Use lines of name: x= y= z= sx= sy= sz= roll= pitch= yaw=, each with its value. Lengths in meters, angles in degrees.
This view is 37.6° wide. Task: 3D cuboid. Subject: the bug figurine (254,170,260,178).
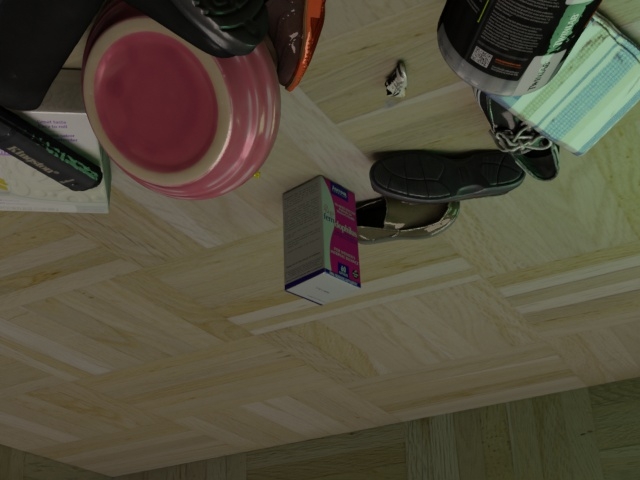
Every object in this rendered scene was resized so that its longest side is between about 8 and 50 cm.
bug figurine: x=-0.224 y=-0.167 z=1.614 sx=0.216 sy=0.072 sz=0.279 roll=10 pitch=177 yaw=28

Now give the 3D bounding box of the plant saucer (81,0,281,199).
plant saucer: x=-0.223 y=-0.210 z=1.388 sx=0.332 sy=0.084 sz=0.332 roll=9 pitch=115 yaw=21

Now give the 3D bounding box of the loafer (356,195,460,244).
loafer: x=0.164 y=-0.050 z=1.935 sx=0.251 sy=0.094 sz=0.087 roll=-17 pitch=153 yaw=25

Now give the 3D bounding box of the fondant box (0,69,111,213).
fondant box: x=-0.502 y=-0.168 z=1.655 sx=0.238 sy=0.096 sz=0.330 roll=1 pitch=151 yaw=-7

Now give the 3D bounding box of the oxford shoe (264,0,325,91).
oxford shoe: x=-0.046 y=-0.333 z=1.404 sx=0.098 sy=0.097 sz=0.271 roll=17 pitch=144 yaw=0

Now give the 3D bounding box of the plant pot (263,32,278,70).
plant pot: x=-0.180 y=-0.261 z=1.491 sx=0.237 sy=0.109 sz=0.237 roll=-2 pitch=153 yaw=-1

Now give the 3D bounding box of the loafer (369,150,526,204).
loafer: x=0.242 y=-0.110 z=1.822 sx=0.303 sy=0.109 sz=0.095 roll=-3 pitch=157 yaw=-5

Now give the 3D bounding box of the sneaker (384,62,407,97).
sneaker: x=0.127 y=-0.267 z=1.585 sx=0.037 sy=0.032 sz=0.083 roll=-3 pitch=152 yaw=0

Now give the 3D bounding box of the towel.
towel: x=0.418 y=-0.262 z=1.536 sx=0.285 sy=0.034 sz=0.209 roll=23 pitch=118 yaw=-39

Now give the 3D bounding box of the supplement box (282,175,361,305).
supplement box: x=0.000 y=0.000 z=1.882 sx=0.114 sy=0.220 sz=0.111 roll=-26 pitch=145 yaw=35

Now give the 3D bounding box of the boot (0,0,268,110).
boot: x=-0.321 y=-0.293 z=1.256 sx=0.445 sy=0.146 sz=0.367 roll=-33 pitch=101 yaw=39

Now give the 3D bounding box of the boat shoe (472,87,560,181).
boat shoe: x=0.352 y=-0.198 z=1.656 sx=0.113 sy=0.105 sz=0.306 roll=-14 pitch=150 yaw=20

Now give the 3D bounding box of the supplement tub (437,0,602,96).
supplement tub: x=0.286 y=-0.355 z=1.258 sx=0.194 sy=0.193 sz=0.316 roll=2 pitch=153 yaw=-9

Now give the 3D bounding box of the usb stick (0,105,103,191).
usb stick: x=-0.473 y=-0.154 z=1.535 sx=0.077 sy=0.045 sz=0.278 roll=-19 pitch=148 yaw=26
